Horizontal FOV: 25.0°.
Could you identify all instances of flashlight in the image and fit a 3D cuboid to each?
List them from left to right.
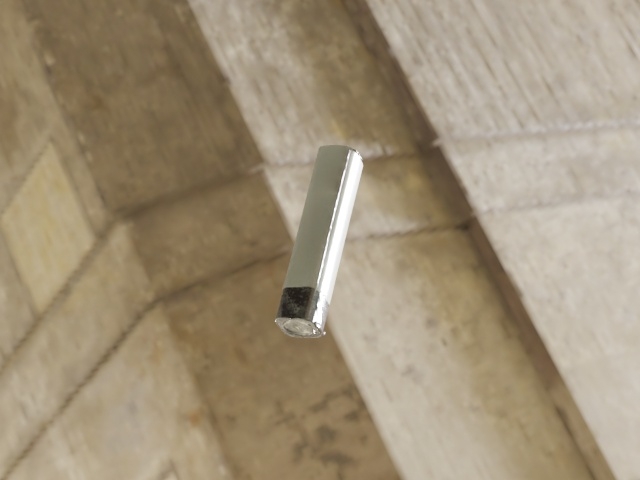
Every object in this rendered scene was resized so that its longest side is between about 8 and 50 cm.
[{"bbox_3d":[0.000,0.000,0.593,0.018,0.083,0.018,-1,149,25],"label":"flashlight"}]
